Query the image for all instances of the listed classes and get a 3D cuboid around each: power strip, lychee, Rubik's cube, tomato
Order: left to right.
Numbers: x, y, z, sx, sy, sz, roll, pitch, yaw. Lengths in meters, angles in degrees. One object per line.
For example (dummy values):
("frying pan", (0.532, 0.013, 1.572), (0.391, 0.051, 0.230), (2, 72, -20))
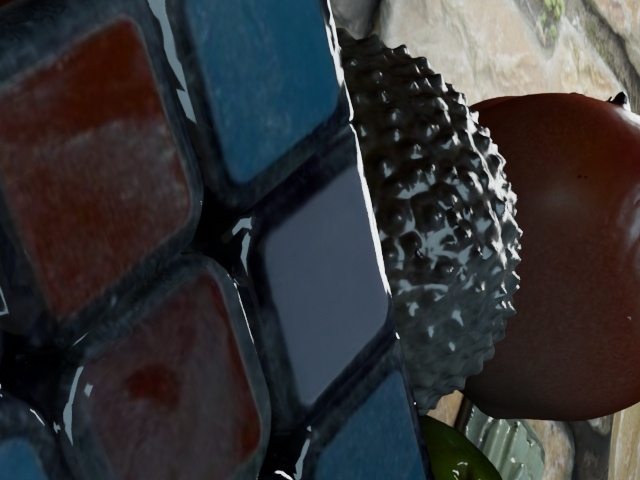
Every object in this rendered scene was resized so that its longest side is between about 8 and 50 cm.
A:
("Rubik's cube", (-0.195, 0.058, 0.614), (0.359, 0.362, 0.363), (-39, 122, -45))
("lychee", (0.005, 0.002, 0.969), (0.300, 0.300, 0.300), (-5, 96, -56))
("power strip", (0.203, 0.273, 1.469), (0.198, 0.064, 0.213), (48, 54, -44))
("tomato", (0.213, 0.018, 1.259), (0.321, 0.321, 0.322), (-5, 96, -56))

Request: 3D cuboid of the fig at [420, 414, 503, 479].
("fig", (0.078, 0.226, 1.192), (0.275, 0.206, 0.206), (-60, 142, -67))
